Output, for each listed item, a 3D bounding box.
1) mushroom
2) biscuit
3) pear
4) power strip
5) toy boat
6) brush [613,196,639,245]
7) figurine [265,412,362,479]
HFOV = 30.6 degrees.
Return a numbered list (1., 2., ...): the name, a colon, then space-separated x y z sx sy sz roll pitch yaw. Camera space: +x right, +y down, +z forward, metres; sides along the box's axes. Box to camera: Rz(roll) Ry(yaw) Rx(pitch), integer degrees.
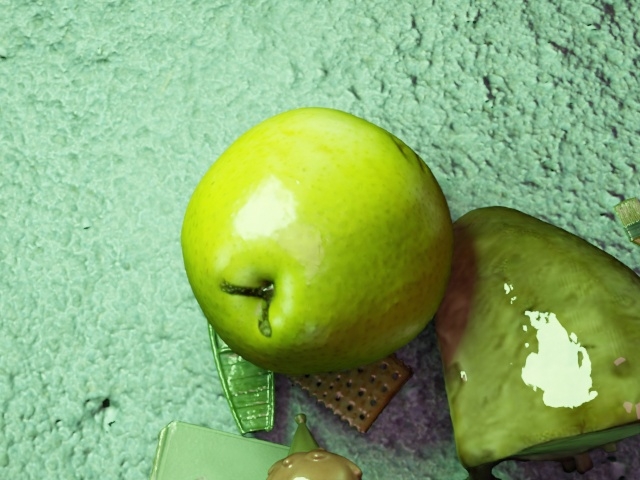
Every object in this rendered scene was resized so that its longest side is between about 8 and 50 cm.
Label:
1. mushroom: 0.319 0.099 1.577 0.224 0.314 0.397 13 59 -42
2. biscuit: 0.021 0.175 1.688 0.203 0.016 0.144 35 60 10
3. pear: 0.000 0.000 1.571 0.362 0.418 0.362 7 115 15
4. power strip: -0.138 0.368 1.619 0.213 0.064 0.198 14 67 -8
5. toy boat: -0.114 0.141 1.699 0.093 0.055 0.293 -9 71 -3
6. brush: 0.492 0.014 1.749 0.043 0.014 0.170 -21 74 -7
7. figurine: -0.019 0.379 1.511 0.166 0.207 0.387 13 51 -19
